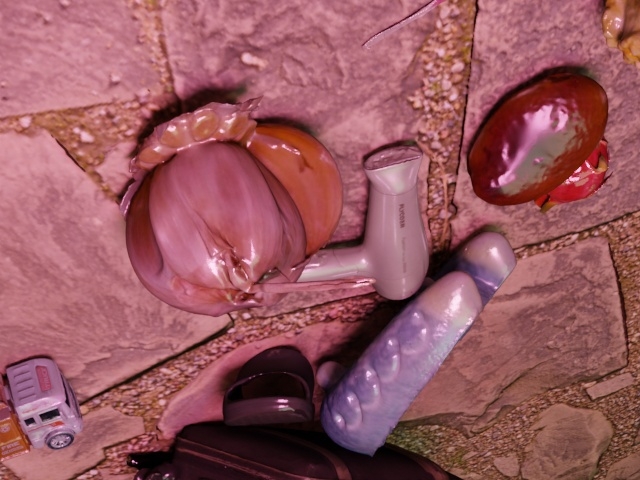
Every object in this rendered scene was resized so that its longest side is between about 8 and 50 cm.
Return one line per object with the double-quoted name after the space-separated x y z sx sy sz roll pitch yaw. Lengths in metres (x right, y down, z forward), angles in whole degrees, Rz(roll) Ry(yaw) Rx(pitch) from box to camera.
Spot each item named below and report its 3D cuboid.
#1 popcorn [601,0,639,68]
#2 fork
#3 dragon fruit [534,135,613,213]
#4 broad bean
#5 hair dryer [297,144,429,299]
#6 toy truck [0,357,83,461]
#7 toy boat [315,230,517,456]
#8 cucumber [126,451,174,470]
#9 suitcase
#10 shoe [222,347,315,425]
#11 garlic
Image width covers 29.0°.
0.345 -0.214 1.174 0.141 0.136 0.162 -39 141 -22 "popcorn"
0.088 -0.203 1.117 0.115 0.012 0.016 -28 145 10 "fork"
0.272 -0.079 1.372 0.086 0.081 0.116 -2 142 -51 "dragon fruit"
0.226 -0.108 1.290 0.114 0.084 0.165 19 124 -34 "broad bean"
0.000 0.000 1.320 0.237 0.075 0.206 -15 141 -4 "hair dryer"
-0.348 0.180 1.294 0.178 0.080 0.115 -19 138 -11 "toy truck"
0.097 0.118 1.486 0.215 0.123 0.330 -45 170 -53 "toy boat"
-0.196 0.292 1.614 0.135 0.033 0.034 26 92 -54 "cucumber"
-0.011 0.350 1.617 0.434 0.283 0.194 16 84 -47 "suitcase"
-0.059 0.180 1.510 0.108 0.093 0.241 -3 170 4 "shoe"
-0.065 -0.033 1.082 0.207 0.257 0.207 -5 99 -31 "garlic"
